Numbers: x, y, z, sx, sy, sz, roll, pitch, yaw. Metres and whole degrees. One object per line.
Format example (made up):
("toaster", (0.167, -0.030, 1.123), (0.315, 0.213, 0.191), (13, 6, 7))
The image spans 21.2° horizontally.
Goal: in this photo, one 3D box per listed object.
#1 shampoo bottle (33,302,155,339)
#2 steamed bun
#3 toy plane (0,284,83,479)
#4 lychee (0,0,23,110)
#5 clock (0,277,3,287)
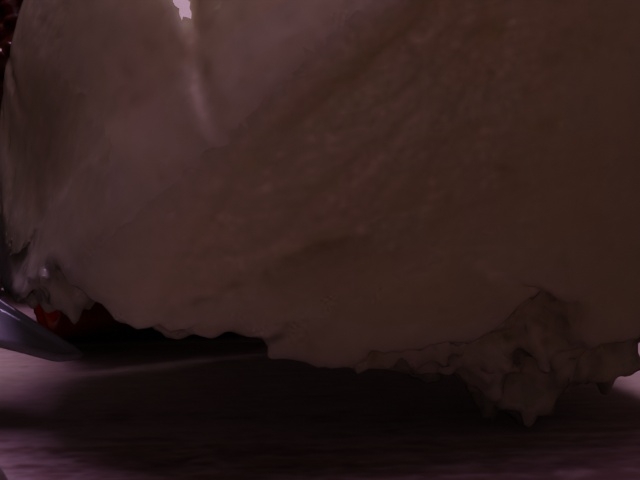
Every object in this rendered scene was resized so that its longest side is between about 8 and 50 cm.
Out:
("shampoo bottle", (0.000, 0.001, 0.923), (0.314, 0.076, 0.118), (-5, 6, -20))
("steamed bun", (-0.010, -0.064, 0.714), (0.272, 0.273, 0.290), (-16, 36, -23))
("toy plane", (-0.234, 0.037, 0.680), (0.255, 0.101, 0.251), (-9, 24, -37))
("lychee", (-0.175, -0.131, 1.316), (0.271, 0.235, 0.236), (22, 1, -21))
("clock", (-0.134, -0.038, 0.965), (0.117, 0.176, 0.080), (-14, 54, -27))
